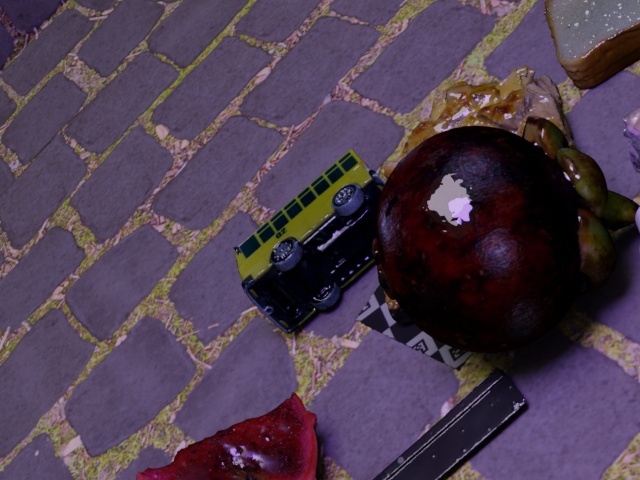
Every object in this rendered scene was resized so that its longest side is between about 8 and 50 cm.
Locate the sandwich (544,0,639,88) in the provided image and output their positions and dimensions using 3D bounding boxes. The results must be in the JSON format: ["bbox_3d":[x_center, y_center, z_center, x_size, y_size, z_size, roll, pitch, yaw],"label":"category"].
[{"bbox_3d":[0.439,-0.333,2.028,0.214,0.065,0.186,-28,39,24],"label":"sandwich"}]

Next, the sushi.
[{"bbox_3d":[0.188,0.018,1.944,0.290,0.050,0.264,-52,35,-11],"label":"sushi"}]

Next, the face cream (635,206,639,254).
[{"bbox_3d":[0.431,0.049,1.635,0.082,0.082,0.269,-32,38,19],"label":"face cream"}]

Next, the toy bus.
[{"bbox_3d":[0.000,0.000,2.085,0.262,0.128,0.150,-40,31,4],"label":"toy bus"}]

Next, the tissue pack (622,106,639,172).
[{"bbox_3d":[0.524,-0.150,1.690,0.256,0.123,0.215,-36,36,-2],"label":"tissue pack"}]

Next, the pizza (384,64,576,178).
[{"bbox_3d":[0.240,-0.170,2.036,0.323,0.089,0.223,-7,46,39],"label":"pizza"}]

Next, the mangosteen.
[{"bbox_3d":[0.217,-0.005,1.746,0.311,0.311,0.311,-27,39,24],"label":"mangosteen"}]

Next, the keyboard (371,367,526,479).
[{"bbox_3d":[0.161,0.260,1.753,0.231,0.023,0.072,-42,42,5],"label":"keyboard"}]

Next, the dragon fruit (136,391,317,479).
[{"bbox_3d":[-0.091,0.346,1.824,0.262,0.134,0.211,-21,41,-28],"label":"dragon fruit"}]
